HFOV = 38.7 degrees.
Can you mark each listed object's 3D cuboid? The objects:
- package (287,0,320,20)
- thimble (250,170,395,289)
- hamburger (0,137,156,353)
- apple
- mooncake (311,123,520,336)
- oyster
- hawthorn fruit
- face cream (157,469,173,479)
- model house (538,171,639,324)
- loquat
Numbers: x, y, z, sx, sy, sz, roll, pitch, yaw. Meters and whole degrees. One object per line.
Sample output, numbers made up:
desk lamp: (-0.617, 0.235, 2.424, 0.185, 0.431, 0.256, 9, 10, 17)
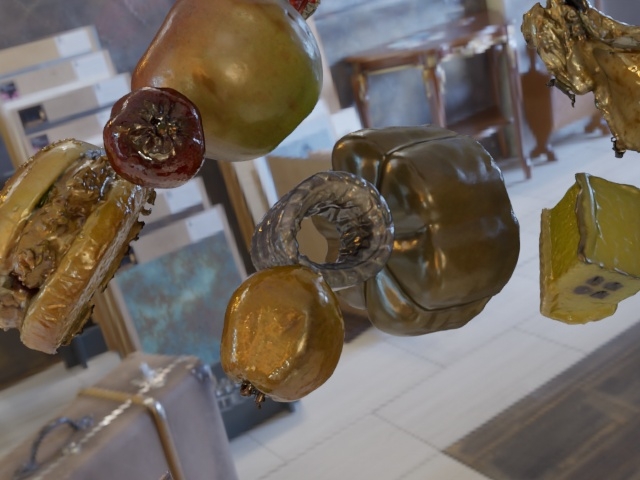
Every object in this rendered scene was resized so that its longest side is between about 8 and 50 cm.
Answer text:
package: (-0.051, -0.477, 1.896, 0.194, 0.071, 0.269, -63, 9, -32)
thimble: (0.000, 0.000, 1.591, 0.236, 0.205, 0.172, -41, 6, -31)
hamburger: (-0.515, -0.024, 1.795, 0.445, 0.268, 0.287, -61, 3, -17)
apple: (-0.162, -0.301, 1.663, 0.338, 0.305, 0.338, -53, 16, 22)
mooncake: (0.186, -0.021, 1.937, 0.262, 0.466, 0.467, -14, 19, -34)
oyster: (0.423, -0.222, 1.252, 0.337, 0.197, 0.133, 26, 40, -1)
hawthorn fruit: (-0.262, -0.155, 1.437, 0.169, 0.169, 0.188, -20, -5, -19)
face cream: (-0.252, 0.385, 1.025, 0.096, 0.154, 0.274, 33, 65, 17)
model house: (0.461, 0.024, 1.619, 0.175, 0.234, 0.193, 17, 57, -19)
loquat: (-0.063, 0.148, 1.411, 0.187, 0.234, 0.176, 16, -3, 31)
